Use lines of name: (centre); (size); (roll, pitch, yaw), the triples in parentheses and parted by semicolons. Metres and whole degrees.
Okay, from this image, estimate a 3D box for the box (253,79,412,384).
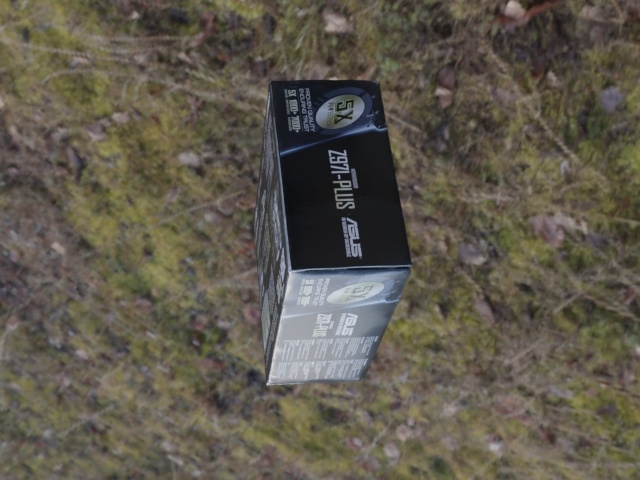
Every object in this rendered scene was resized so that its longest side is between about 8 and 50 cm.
box: (0.000, 0.000, 0.620); (0.077, 0.148, 0.180); (-1, 149, -9)
